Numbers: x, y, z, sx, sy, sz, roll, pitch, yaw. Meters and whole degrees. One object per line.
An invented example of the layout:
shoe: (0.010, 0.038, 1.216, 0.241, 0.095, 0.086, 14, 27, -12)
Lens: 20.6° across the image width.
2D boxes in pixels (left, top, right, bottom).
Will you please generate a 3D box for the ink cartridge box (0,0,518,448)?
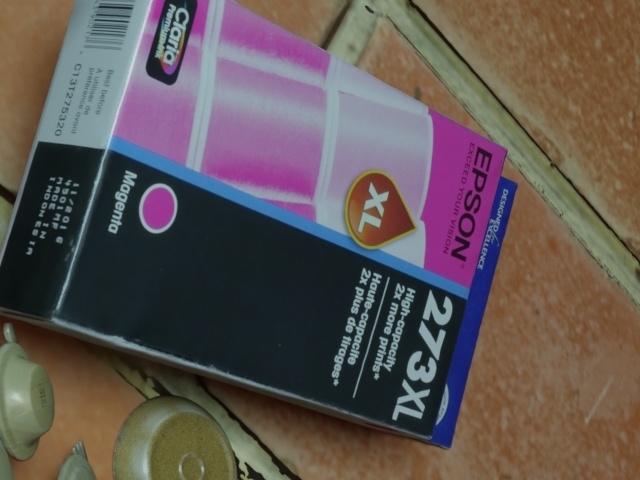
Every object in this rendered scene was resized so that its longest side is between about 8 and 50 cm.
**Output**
ink cartridge box: (0.000, 0.000, 0.943, 0.371, 0.069, 0.176, 23, 80, -48)

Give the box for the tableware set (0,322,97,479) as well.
tableware set: (-0.133, 0.124, 0.794, 0.169, 0.020, 0.141, -78, 157, -63)

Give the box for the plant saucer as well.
plant saucer: (-0.071, 0.121, 0.922, 0.083, 0.015, 0.083, 17, 65, -41)
